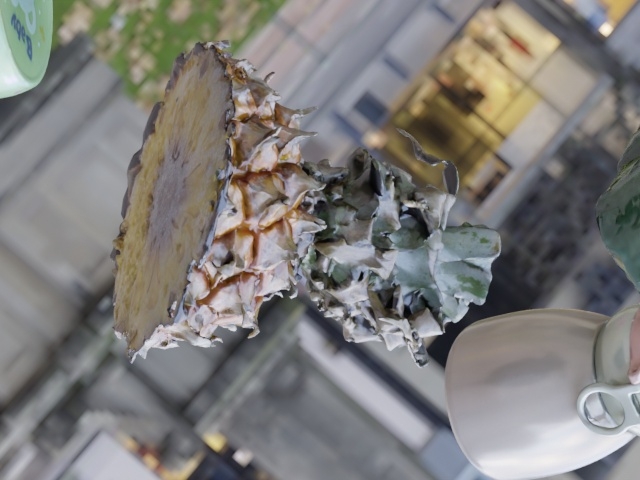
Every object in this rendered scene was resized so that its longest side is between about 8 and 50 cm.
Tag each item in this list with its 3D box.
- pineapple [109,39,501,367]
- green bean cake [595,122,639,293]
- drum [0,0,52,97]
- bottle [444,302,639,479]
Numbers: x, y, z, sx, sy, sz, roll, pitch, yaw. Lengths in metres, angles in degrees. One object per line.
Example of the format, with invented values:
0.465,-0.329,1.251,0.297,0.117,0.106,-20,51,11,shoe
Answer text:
0.000,0.000,1.533,0.262,0.271,0.262,-49,-147,48,pineapple
0.326,-0.021,1.058,0.169,0.300,0.308,-40,-167,42,green bean cake
-0.175,-0.197,1.003,0.130,0.049,0.253,37,49,-80,drum
0.239,0.121,1.704,0.236,0.147,0.147,-15,-160,35,bottle
